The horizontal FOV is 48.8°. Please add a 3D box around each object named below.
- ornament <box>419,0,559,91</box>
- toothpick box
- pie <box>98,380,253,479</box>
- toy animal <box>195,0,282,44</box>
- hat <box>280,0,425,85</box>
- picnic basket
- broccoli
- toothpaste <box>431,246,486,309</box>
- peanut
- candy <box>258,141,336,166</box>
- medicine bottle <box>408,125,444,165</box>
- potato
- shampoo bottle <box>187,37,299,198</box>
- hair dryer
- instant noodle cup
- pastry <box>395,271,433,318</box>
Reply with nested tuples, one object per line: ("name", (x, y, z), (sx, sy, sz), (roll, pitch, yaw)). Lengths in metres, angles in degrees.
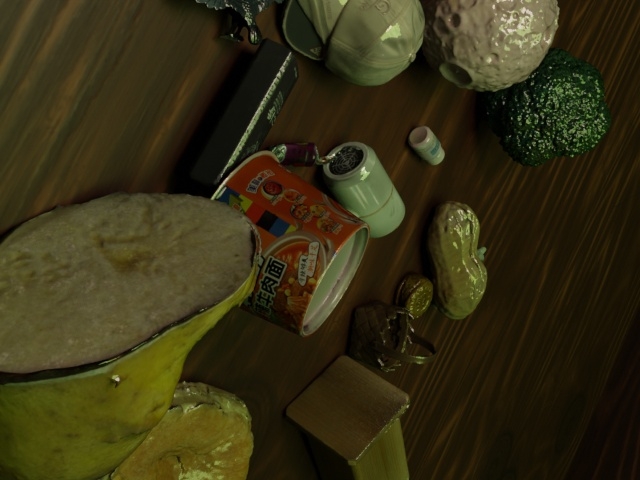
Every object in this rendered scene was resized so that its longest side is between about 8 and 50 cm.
("ornament", (0.300, -0.398, 1.310), (0.259, 0.260, 0.225), (41, 73, -49))
("toothpick box", (0.077, 0.433, 1.490), (0.187, 0.190, 0.308), (-42, 139, -29))
("pie", (-0.246, 0.385, 1.167), (0.340, 0.083, 0.339), (-26, 127, -40))
("toy animal", (-0.115, -0.337, 1.011), (0.220, 0.062, 0.107), (-28, 125, -55))
("hat", (0.068, -0.377, 1.135), (0.232, 0.161, 0.275), (-56, 136, -22))
("picnic basket", (0.157, 0.209, 1.470), (0.128, 0.179, 0.137), (-10, 113, -47))
("broccoli", (0.507, -0.291, 1.606), (0.297, 0.298, 0.297), (-59, 161, -12))
("toothpaste", (0.338, 0.082, 1.734), (0.218, 0.041, 0.064), (-40, 119, -27))
("peanut", (0.308, 0.049, 1.609), (0.130, 0.130, 0.290), (-28, 115, -38))
("candy", (-0.043, -0.146, 1.193), (0.175, 0.045, 0.043), (-4, 95, -48))
("medicine bottle", (0.221, -0.195, 1.464), (0.089, 0.052, 0.052), (38, 77, -50))
("potato", (-0.274, 0.141, 0.912), (0.397, 0.290, 0.295), (-34, 142, -37))
("shampoo bottle", (-0.132, -0.145, 1.055), (0.309, 0.071, 0.098), (-61, 177, -8))
("hair dryer", (0.000, 0.000, 1.279), (0.357, 0.108, 0.173), (-50, 135, -13))
("instant noodle cup", (-0.056, 0.017, 1.072), (0.250, 0.192, 0.250), (-54, 164, -23))
("pastry", (0.212, 0.123, 1.595), (0.109, 0.057, 0.097), (-40, 138, -28))
